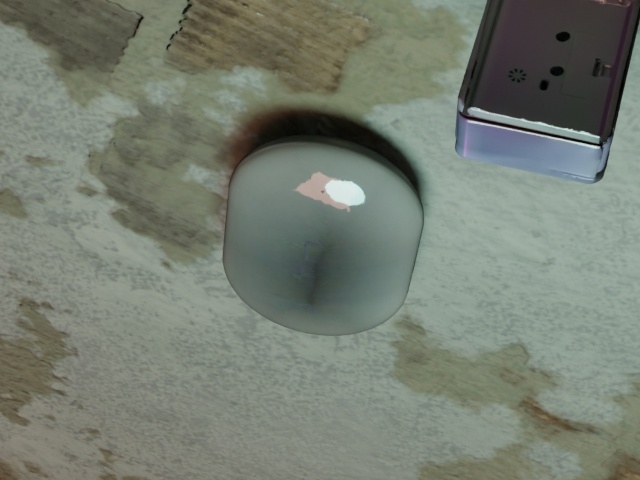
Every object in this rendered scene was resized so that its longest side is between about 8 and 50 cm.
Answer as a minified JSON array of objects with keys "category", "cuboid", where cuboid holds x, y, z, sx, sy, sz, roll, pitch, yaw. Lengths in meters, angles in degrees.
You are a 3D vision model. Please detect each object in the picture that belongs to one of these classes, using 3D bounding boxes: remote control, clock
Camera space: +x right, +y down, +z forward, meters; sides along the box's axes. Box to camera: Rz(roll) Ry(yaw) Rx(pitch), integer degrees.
[{"category":"remote control","cuboid":[0.000,0.000,1.954,0.221,0.103,0.332,11,144,1]},{"category":"clock","cuboid":[0.208,-0.155,1.581,0.145,0.193,0.073,13,145,9]}]
